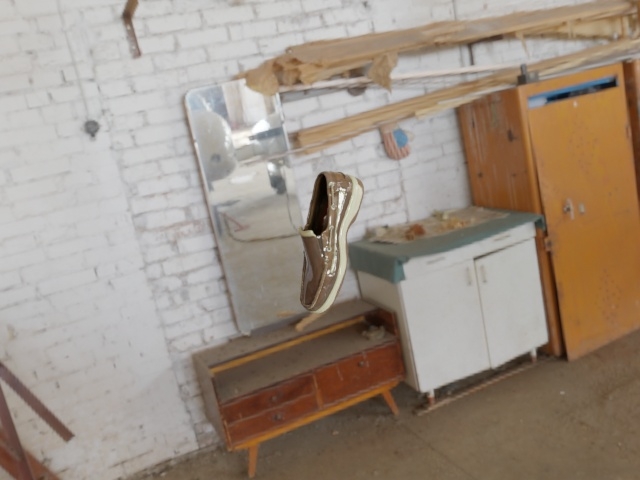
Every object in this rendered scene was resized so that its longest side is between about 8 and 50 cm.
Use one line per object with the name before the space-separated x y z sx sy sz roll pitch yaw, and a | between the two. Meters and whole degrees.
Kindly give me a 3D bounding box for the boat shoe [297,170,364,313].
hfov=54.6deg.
boat shoe | -0.005 -0.001 1.109 0.095 0.258 0.095 16 -6 -37
